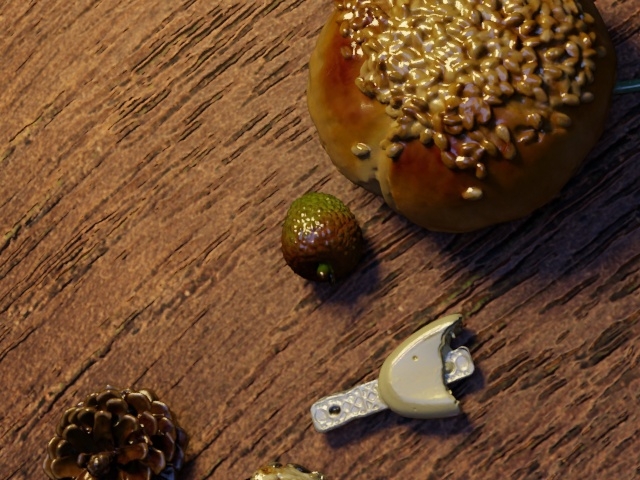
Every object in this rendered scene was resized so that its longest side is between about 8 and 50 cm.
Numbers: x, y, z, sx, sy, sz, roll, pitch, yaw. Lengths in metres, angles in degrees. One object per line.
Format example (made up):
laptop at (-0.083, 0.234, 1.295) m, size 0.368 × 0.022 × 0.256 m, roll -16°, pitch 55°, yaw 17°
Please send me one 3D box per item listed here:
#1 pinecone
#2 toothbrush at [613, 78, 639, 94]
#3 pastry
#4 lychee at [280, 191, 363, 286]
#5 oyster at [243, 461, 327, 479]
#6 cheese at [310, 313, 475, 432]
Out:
pinecone at (-0.277, 0.285, 1.823) m, size 0.168 × 0.212 × 0.186 m, roll 18°, pitch 94°, yaw 20°
toothbrush at (0.474, -0.213, 1.809) m, size 0.257 × 0.024 × 0.018 m, roll -7°, pitch 56°, yaw 16°
pastry at (0.175, -0.211, 1.779) m, size 0.409 × 0.245 × 0.410 m, roll -4°, pitch 74°, yaw 16°
lychee at (0.000, 0.000, 1.855) m, size 0.114 × 0.114 × 0.146 m, roll -20°, pitch 54°, yaw 12°
oyster at (-0.021, 0.350, 1.775) m, size 0.191 × 0.081 × 0.163 m, roll 17°, pitch 42°, yaw 5°
cheese at (0.095, 0.192, 1.816) m, size 0.235 × 0.050 × 0.127 m, roll -21°, pitch 74°, yaw 10°
